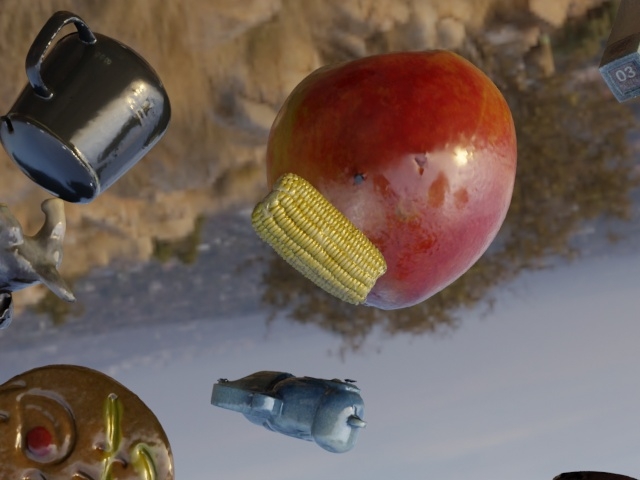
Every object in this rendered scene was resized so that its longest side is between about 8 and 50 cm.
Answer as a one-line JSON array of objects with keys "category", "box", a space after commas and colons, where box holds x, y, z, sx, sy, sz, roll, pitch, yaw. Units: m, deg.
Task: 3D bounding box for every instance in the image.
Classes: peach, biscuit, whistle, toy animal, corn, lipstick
[{"category": "peach", "box": [0.105, -0.090, 1.930, 0.388, 0.388, 0.388, -9, 175, -1]}, {"category": "biscuit", "box": [-0.395, 0.342, 1.756, 0.350, 0.394, 0.070, 32, 179, 3]}, {"category": "whistle", "box": [-0.039, 0.216, 1.706, 0.180, 0.093, 0.269, 22, 166, -41]}, {"category": "toy animal", "box": [-0.417, 0.029, 1.718, 0.233, 0.169, 0.121, -20, 176, 39]}, {"category": "corn", "box": [0.000, 0.000, 1.502, 0.085, 0.165, 0.063, -55, -171, -21]}, {"category": "lipstick", "box": [0.554, -0.371, 2.252, 0.079, 0.076, 0.371, -24, -156, 36]}]

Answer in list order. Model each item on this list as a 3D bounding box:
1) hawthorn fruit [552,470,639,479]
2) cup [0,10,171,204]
[{"category": "hawthorn fruit", "box": [0.358, 0.409, 1.644, 0.189, 0.251, 0.189, -20, 157, -9]}, {"category": "cup", "box": [-0.290, -0.161, 1.558, 0.169, 0.176, 0.223, 22, 152, 31]}]
